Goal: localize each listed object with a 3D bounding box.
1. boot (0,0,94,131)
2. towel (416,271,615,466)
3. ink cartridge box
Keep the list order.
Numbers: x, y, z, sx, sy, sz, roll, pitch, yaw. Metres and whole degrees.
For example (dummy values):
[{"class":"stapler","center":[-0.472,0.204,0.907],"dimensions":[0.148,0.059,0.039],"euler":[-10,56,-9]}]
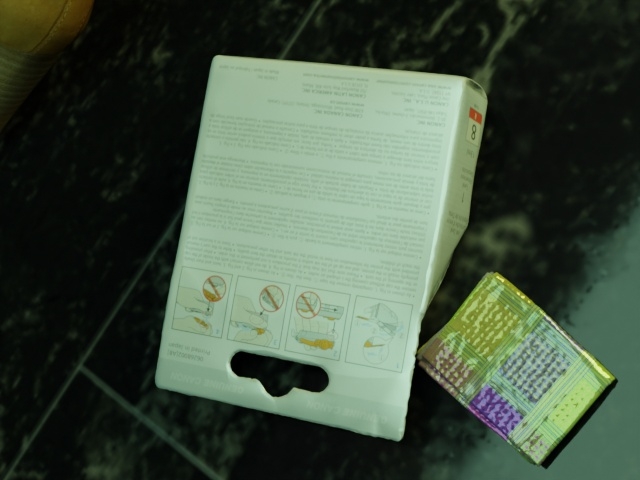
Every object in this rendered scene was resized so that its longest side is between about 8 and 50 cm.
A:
[{"class":"boot","center":[-0.222,-0.225,0.748],"dimensions":[0.295,0.104,0.211],"euler":[47,121,15]},{"class":"towel","center":[0.091,0.060,0.621],"dimensions":[0.083,0.009,0.060],"euler":[42,94,26]},{"class":"ink cartridge box","center":[0.000,0.000,0.667],"dimensions":[0.145,0.045,0.179],"euler":[9,89,25]}]
